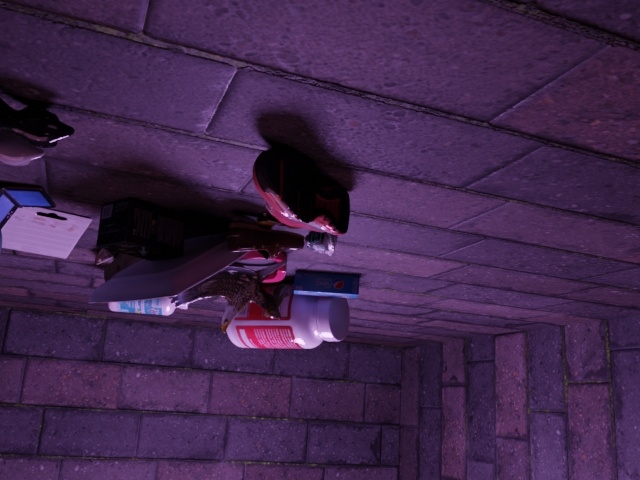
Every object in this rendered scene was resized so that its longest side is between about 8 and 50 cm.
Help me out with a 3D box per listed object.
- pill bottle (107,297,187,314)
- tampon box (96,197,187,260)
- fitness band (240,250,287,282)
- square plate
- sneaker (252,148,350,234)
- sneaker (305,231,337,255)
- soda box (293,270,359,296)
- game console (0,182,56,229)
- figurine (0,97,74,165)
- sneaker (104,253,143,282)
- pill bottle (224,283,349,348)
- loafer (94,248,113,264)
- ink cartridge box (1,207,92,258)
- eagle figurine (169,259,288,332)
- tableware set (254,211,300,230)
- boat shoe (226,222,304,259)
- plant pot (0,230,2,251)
[{"bbox_3d":[-0.588,0.181,2.161,0.263,0.146,0.146,5,165,-7],"label":"pill bottle"},{"bbox_3d":[-0.411,-0.021,1.449,0.120,0.102,0.161,-7,162,37],"label":"tampon box"},{"bbox_3d":[-0.206,0.070,1.851,0.208,0.054,0.291,8,164,-7],"label":"fitness band"},{"bbox_3d":[-0.349,0.055,1.539,0.343,0.049,0.347,-7,-163,38],"label":"square plate"},{"bbox_3d":[-0.059,-0.072,1.158,0.136,0.116,0.314,-2,164,26],"label":"sneaker"},{"bbox_3d":[0.000,0.000,1.518,0.076,0.065,0.166,8,163,-3],"label":"sneaker"},{"bbox_3d":[0.019,0.145,2.038,0.209,0.067,0.071,5,165,-2],"label":"soda box"},{"bbox_3d":[-0.671,-0.067,1.383,0.085,0.124,0.144,31,163,0],"label":"game console"},{"bbox_3d":[-0.521,-0.169,0.970,0.209,0.093,0.214,11,165,-40],"label":"figurine"},{"bbox_3d":[-0.573,0.077,1.944,0.118,0.083,0.222,-8,170,-46],"label":"sneaker"},{"bbox_3d":[-0.115,0.267,2.209,0.407,0.229,0.229,-4,163,27],"label":"pill bottle"},{"bbox_3d":[-0.659,0.045,1.897,0.045,0.039,0.125,-26,-174,-32],"label":"loafer"},{"bbox_3d":[-0.707,-0.039,1.596,0.189,0.066,0.232,14,141,-33],"label":"ink cartridge box"},{"bbox_3d":[-0.243,0.130,1.651,0.298,0.225,0.226,25,128,-12],"label":"eagle figurine"},{"bbox_3d":[-0.084,-0.046,1.442,0.154,0.024,0.104,-12,162,42],"label":"tableware set"},{"bbox_3d":[-0.127,0.009,1.469,0.206,0.073,0.073,8,164,-34],"label":"boat shoe"},{"bbox_3d":[-0.857,0.001,1.368,0.271,0.272,0.255,1,179,9],"label":"plant pot"}]
